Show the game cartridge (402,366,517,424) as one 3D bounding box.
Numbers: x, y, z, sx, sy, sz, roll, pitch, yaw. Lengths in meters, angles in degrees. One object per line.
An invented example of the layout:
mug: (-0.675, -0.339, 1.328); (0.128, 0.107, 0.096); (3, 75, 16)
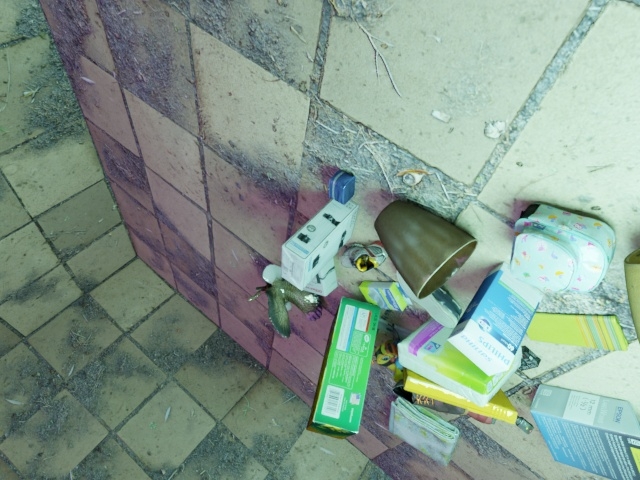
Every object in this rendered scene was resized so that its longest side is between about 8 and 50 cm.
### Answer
game cartridge: (0.428, 0.465, 1.322); (0.323, 0.053, 0.285); (17, -177, 10)

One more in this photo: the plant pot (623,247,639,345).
plant pot: (0.684, 0.126, 0.744); (0.254, 0.237, 0.237); (61, 148, 2)

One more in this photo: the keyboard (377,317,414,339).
keyboard: (0.275, 0.350, 1.641); (0.256, 0.014, 0.072); (17, 143, 38)

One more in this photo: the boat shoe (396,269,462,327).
boat shoe: (0.344, 0.160, 1.280); (0.254, 0.079, 0.095); (43, 146, 0)

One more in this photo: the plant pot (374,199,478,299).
plant pot: (0.261, 0.002, 1.110); (0.230, 0.215, 0.215); (48, 152, 26)

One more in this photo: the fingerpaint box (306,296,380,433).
fingerpaint box: (0.086, 0.497, 1.564); (0.163, 0.445, 0.371); (15, 150, 2)

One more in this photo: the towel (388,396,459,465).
towel: (0.484, 0.917, 1.967); (0.320, 0.090, 0.375); (26, 144, 29)

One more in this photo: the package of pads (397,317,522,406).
package of pads: (0.421, 0.345, 1.244); (0.296, 0.229, 0.101); (18, 124, 46)

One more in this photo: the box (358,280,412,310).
box: (0.234, 0.200, 1.488); (0.178, 0.042, 0.109); (-5, 123, 52)

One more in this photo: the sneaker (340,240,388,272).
sneaker: (0.135, 0.061, 1.396); (0.088, 0.093, 0.225); (53, 148, -11)

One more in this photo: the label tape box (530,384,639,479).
label tape box: (0.821, 0.563, 1.159); (0.347, 0.115, 0.249); (-7, 121, 49)

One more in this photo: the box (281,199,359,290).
box: (0.000, 0.000, 1.298); (0.087, 0.290, 0.169); (32, 144, 18)

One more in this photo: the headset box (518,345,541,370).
headset box: (0.610, 0.359, 1.242); (0.062, 0.032, 0.083); (42, 149, 6)

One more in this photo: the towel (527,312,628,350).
towel: (0.649, 0.230, 1.067); (0.237, 0.021, 0.102); (-8, 115, 54)

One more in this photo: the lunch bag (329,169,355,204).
lunch bag: (0.063, -0.162, 1.251); (0.065, 0.067, 0.098); (31, 147, 23)

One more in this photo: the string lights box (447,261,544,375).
string lights box: (0.444, 0.190, 1.027); (0.133, 0.259, 0.077); (42, 148, 7)

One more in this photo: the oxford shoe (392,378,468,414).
oxford shoe: (0.366, 0.538, 1.388); (0.271, 0.098, 0.097); (-3, 94, 50)

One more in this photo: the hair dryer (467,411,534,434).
hair dryer: (0.544, 0.577, 1.406); (0.293, 0.080, 0.223); (29, 167, -3)

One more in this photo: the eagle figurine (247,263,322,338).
eagle figurine: (-0.158, 0.270, 1.870); (0.225, 0.226, 0.298); (25, -173, -44)

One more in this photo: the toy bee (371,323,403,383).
toy bee: (0.274, 0.446, 1.600); (0.162, 0.195, 0.298); (-26, 104, 15)

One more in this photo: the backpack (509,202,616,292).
backpack: (0.512, 0.025, 0.877); (0.188, 0.144, 0.166); (18, 133, 33)

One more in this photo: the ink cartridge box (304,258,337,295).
ink cartridge box: (-0.027, 0.096, 1.582); (0.153, 0.087, 0.209); (10, 121, 37)
